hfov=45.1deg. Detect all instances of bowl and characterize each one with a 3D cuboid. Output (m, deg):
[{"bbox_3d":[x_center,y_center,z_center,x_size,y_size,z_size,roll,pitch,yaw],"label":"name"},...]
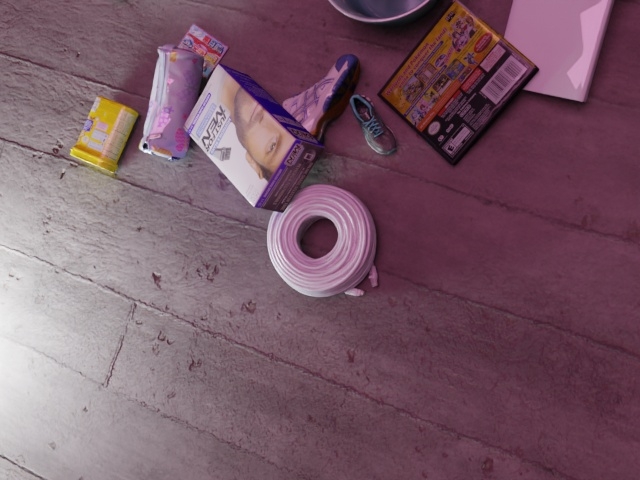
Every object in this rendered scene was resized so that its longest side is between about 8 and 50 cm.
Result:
[{"bbox_3d":[0.164,-0.613,1.752,0.312,0.163,0.311,-3,81,17],"label":"bowl"}]

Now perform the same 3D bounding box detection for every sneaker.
[{"bbox_3d":[0.113,-0.268,1.764,0.065,0.076,0.166,-37,73,11],"label":"sneaker"},{"bbox_3d":[-0.024,-0.319,1.799,0.131,0.112,0.296,34,93,20],"label":"sneaker"}]

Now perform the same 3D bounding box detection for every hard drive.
[{"bbox_3d":[0.499,-0.464,1.624,0.203,0.040,0.307,19,106,28],"label":"hard drive"}]

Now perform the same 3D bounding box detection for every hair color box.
[{"bbox_3d":[-0.161,-0.238,1.771,0.339,0.110,0.185,46,112,33],"label":"hair color box"}]

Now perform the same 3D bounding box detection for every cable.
[{"bbox_3d":[0.000,0.000,1.755,0.257,0.089,0.257,-3,81,18],"label":"cable"}]

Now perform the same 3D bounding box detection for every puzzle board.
[{"bbox_3d":[-0.307,-0.485,1.969,0.128,0.011,0.096,37,94,20],"label":"puzzle board"}]

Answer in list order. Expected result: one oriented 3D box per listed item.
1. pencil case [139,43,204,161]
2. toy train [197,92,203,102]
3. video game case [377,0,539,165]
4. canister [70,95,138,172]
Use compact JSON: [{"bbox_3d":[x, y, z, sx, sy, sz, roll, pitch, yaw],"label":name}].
[{"bbox_3d":[-0.366,-0.336,1.884,0.113,0.124,0.273,21,100,41],"label":"pencil case"},{"bbox_3d":[-0.352,-0.354,1.957,0.158,0.027,0.036,1,93,18],"label":"toy train"},{"bbox_3d":[0.297,-0.350,1.706,0.248,0.035,0.275,47,112,18],"label":"video game case"},{"bbox_3d":[-0.554,-0.274,1.987,0.126,0.073,0.169,23,88,20],"label":"canister"}]
